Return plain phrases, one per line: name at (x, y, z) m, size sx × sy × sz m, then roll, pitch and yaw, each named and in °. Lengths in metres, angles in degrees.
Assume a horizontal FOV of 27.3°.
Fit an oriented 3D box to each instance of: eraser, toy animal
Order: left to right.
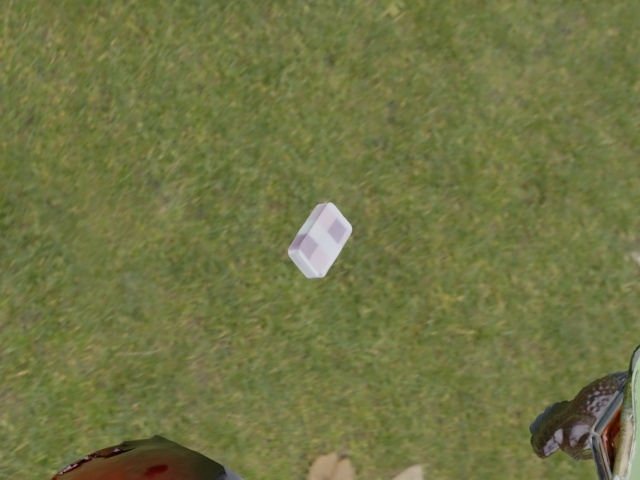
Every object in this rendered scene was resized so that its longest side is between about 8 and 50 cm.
eraser at (0.000, 0.000, 1.904) m, size 0.065 × 0.026 × 0.105 m, roll 52°, pitch 54°, yaw -26°
toy animal at (0.345, 0.220, 1.665) m, size 0.179 × 0.218 × 0.116 m, roll 13°, pitch 69°, yaw -56°

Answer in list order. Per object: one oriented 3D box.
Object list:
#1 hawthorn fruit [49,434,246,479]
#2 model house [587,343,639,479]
hawthorn fruit at (-0.146, 0.308, 1.076) m, size 0.316 × 0.316 × 0.316 m, roll 6°, pitch 75°, yaw -23°
model house at (0.301, 0.187, 0.912) m, size 0.294 × 0.154 × 0.207 m, roll 15°, pitch 80°, yaw -14°
